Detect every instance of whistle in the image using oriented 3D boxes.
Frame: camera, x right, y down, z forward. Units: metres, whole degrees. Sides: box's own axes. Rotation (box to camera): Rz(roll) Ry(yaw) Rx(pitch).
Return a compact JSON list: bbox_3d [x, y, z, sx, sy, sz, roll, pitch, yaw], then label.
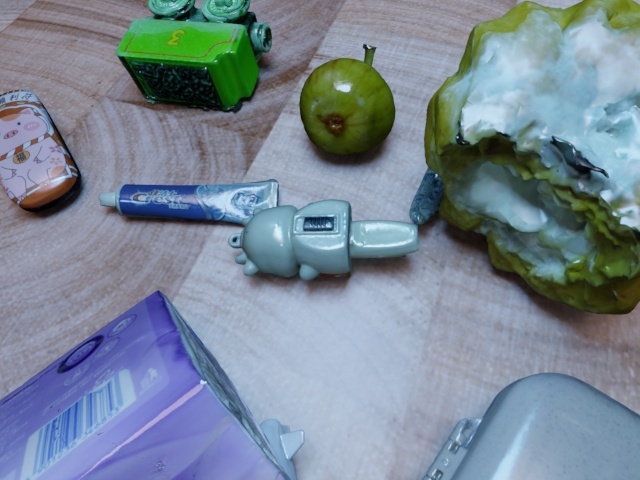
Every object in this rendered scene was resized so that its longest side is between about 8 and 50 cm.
[{"bbox_3d":[0.000,-0.002,0.553,0.253,0.106,0.102,-3,92,10],"label":"whistle"}]

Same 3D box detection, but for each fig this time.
[{"bbox_3d":[0.040,-0.216,0.660,0.142,0.148,0.186,-15,22,11],"label":"fig"}]

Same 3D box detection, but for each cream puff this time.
[{"bbox_3d":[0.282,-0.101,0.489,0.323,0.270,0.274,43,90,12],"label":"cream puff"}]

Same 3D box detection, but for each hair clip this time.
[{"bbox_3d":[0.185,-0.101,0.632,0.066,0.036,0.229,28,60,12],"label":"hair clip"}]

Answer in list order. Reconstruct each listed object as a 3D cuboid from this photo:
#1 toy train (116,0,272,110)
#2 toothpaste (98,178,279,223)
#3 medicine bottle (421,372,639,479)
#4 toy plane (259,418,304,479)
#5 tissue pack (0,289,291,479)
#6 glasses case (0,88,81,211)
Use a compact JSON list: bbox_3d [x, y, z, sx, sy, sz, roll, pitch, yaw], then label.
[{"bbox_3d":[-0.214,-0.337,0.737,0.243,0.132,0.188,8,67,10],"label":"toy train"},{"bbox_3d":[-0.197,-0.057,0.629,0.268,0.047,0.069,2,49,1],"label":"toothpaste"},{"bbox_3d":[0.200,0.318,0.353,0.282,0.123,0.375,35,68,18],"label":"medicine bottle"},{"bbox_3d":[-0.050,0.272,0.419,0.174,0.080,0.174,-10,60,18],"label":"toy plane"},{"bbox_3d":[-0.227,0.226,0.367,0.338,0.160,0.242,-38,24,-15],"label":"tissue pack"},{"bbox_3d":[-0.476,-0.153,0.683,0.103,0.067,0.267,-33,65,-16],"label":"glasses case"}]
